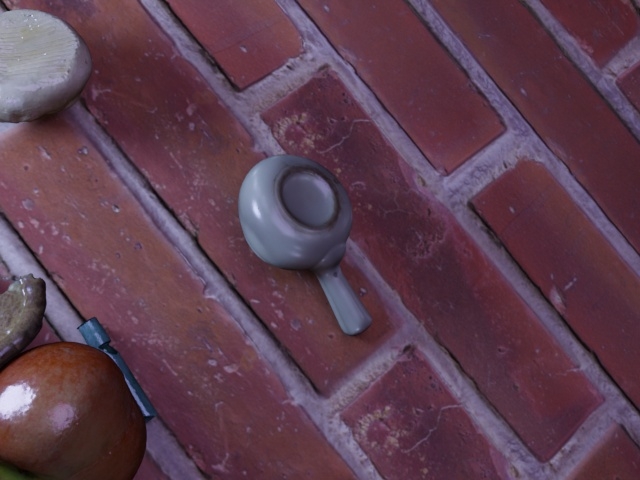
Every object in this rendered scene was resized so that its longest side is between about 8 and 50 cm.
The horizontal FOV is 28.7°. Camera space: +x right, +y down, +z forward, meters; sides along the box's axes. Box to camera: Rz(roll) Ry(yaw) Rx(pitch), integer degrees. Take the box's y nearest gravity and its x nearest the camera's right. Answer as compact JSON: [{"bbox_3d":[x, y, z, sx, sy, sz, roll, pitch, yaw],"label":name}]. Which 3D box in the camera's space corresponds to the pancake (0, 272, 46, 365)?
[{"bbox_3d":[-0.546,0.102,1.845,0.286,0.033,0.288,-20,46,-9],"label":"pancake"}]

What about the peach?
[{"bbox_3d":[-0.374,0.268,1.820,0.252,0.252,0.253,9,65,-20],"label":"peach"}]

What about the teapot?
[{"bbox_3d":[-0.029,0.010,2.128,0.219,0.149,0.318,-6,70,-33],"label":"teapot"}]

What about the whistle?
[{"bbox_3d":[-0.321,0.207,1.982,0.039,0.039,0.186,-29,82,-30],"label":"whistle"}]

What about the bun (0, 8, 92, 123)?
[{"bbox_3d":[-0.488,-0.276,2.064,0.231,0.133,0.231,0,52,0],"label":"bun"}]
